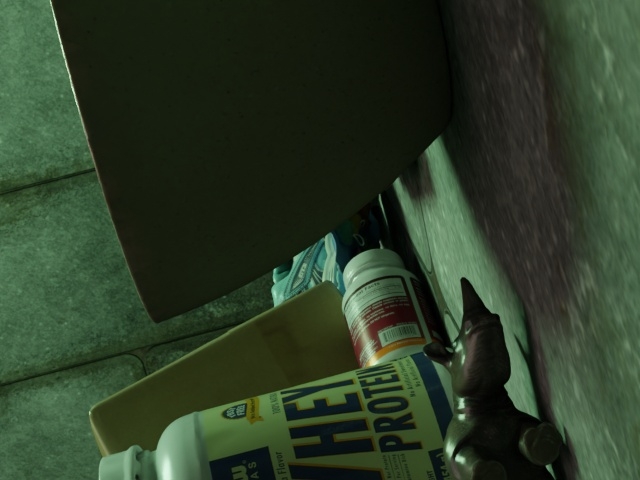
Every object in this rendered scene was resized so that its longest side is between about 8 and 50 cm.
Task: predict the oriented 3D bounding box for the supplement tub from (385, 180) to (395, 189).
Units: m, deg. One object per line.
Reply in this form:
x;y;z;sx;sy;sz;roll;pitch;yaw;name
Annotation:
0.022;-0.084;1.236;0.198;0.106;0.106;171;84;-88;supplement tub

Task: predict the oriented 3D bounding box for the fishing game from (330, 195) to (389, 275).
0.047;-0.015;1.456;0.189;0.041;0.264;-73;-36;-59;fishing game

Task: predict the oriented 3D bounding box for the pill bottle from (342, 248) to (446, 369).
0.070;0.083;1.322;0.086;0.086;0.152;78;177;-45;pill bottle

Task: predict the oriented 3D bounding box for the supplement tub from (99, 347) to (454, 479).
-0.004;0.238;1.144;0.235;0.325;0.235;165;90;-87;supplement tub

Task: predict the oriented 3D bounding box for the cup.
-0.043;-0.129;0.947;0.331;0.237;0.331;166;90;-87;cup

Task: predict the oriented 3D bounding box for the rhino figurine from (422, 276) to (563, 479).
0.116;0.143;0.873;0.106;0.073;0.243;124;133;-82;rhino figurine

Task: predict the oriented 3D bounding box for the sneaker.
0.000;0.000;1.592;0.283;0.122;0.110;-79;-23;-61;sneaker

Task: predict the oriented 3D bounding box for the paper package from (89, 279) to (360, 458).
-0.031;0.259;1.368;0.325;0.309;0.168;56;163;23;paper package
